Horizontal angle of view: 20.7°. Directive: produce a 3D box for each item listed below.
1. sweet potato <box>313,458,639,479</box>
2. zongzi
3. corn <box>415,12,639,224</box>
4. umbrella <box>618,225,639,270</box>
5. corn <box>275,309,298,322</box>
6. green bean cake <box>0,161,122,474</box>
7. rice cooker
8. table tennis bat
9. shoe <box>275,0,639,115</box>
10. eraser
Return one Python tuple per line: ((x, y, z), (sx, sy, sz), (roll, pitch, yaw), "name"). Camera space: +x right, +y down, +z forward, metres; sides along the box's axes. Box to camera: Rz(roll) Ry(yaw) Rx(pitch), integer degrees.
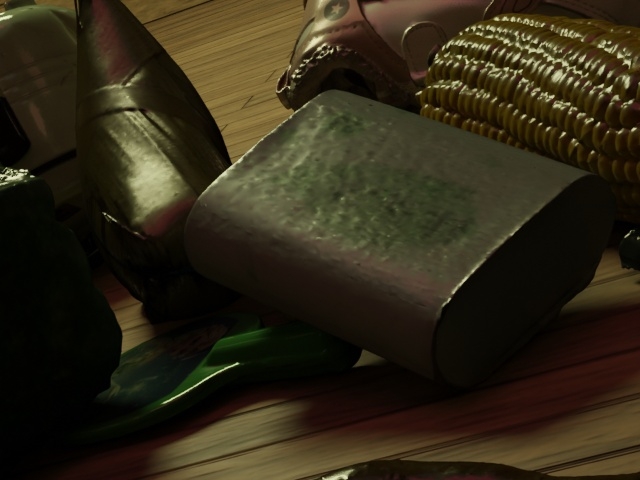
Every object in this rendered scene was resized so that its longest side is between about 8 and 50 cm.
((0.053, 0.129, 0.820), (0.249, 0.059, 0.069), (-14, 36, 13), "sweet potato")
((-0.138, -0.089, 1.349), (0.123, 0.289, 0.260), (-18, 7, -6), "zongzi")
((0.189, -0.083, 1.215), (0.144, 0.144, 0.387), (-26, 20, -18), "corn")
((0.214, 0.014, 1.043), (0.036, 0.031, 0.133), (3, 11, -12), "umbrella")
((0.000, 0.000, 1.310), (0.079, 0.079, 0.237), (-19, 12, 10), "corn")
((-0.321, 0.042, 1.128), (0.308, 0.300, 0.169), (-35, 19, -26), "green bean cake")
((-0.267, -0.081, 1.631), (0.226, 0.244, 0.226), (-28, -8, -5), "rice cooker")
((-0.079, 0.086, 1.187), (0.257, 0.039, 0.160), (-13, 19, 37), "table tennis bat")
((0.132, -0.169, 1.577), (0.351, 0.172, 0.198), (7, 63, 24), "shoe")
((0.046, -0.006, 1.100), (0.174, 0.081, 0.227), (-39, 41, -28), "eraser")
